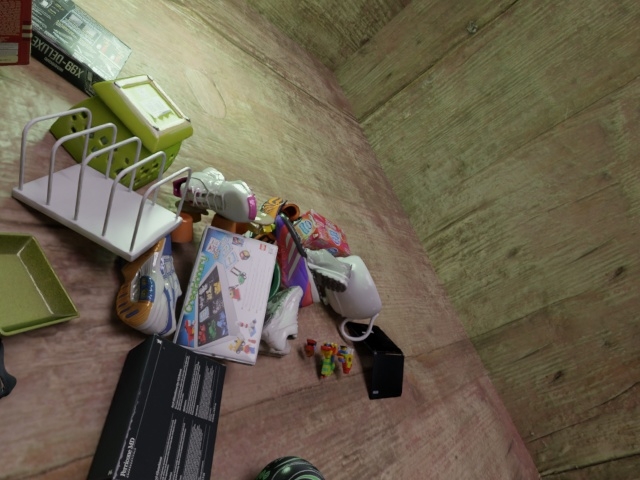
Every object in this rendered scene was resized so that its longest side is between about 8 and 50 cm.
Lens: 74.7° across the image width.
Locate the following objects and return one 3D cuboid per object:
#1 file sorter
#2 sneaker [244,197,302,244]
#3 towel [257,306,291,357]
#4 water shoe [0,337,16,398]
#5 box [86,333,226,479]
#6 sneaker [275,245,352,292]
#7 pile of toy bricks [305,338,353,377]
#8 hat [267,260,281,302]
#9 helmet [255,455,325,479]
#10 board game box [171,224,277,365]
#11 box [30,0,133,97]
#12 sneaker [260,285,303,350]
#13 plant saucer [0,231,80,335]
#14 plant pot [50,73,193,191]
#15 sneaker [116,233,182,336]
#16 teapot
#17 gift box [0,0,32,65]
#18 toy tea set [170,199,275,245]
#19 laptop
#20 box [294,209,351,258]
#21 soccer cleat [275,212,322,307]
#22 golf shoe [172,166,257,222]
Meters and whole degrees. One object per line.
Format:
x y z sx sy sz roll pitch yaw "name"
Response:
-0.443 -0.127 0.884 0.277 0.173 0.193 29 30 0 "file sorter"
-0.132 -0.081 1.440 0.124 0.180 0.321 46 29 -21 "sneaker"
-0.197 0.219 1.153 0.282 0.049 0.187 24 41 -47 "towel"
-0.546 0.160 0.645 0.203 0.072 0.080 60 -1 10 "water shoe"
-0.296 0.341 0.798 0.184 0.103 0.261 41 31 -34 "box"
-0.023 0.075 1.437 0.281 0.105 0.115 27 53 5 "sneaker"
0.024 0.377 1.311 0.212 0.118 0.105 41 55 -60 "pile of toy bricks"
-0.202 0.126 1.177 0.208 0.183 0.173 -18 72 -22 "hat"
-0.062 0.550 0.891 0.161 0.169 0.170 -24 81 -46 "helmet"
-0.225 0.131 1.018 0.192 0.053 0.306 18 63 -18 "board game box"
-0.698 -0.560 1.147 0.307 0.076 0.243 36 33 -35 "box"
-0.101 0.221 1.183 0.115 0.090 0.232 57 35 -16 "sneaker"
-0.528 0.075 0.713 0.188 0.045 0.188 58 2 3 "plant saucer"
-0.477 -0.280 1.064 0.227 0.207 0.228 49 27 -12 "plant pot"
-0.382 0.086 0.963 0.131 0.111 0.297 59 16 -47 "sneaker"
0.099 0.193 1.532 0.256 0.187 0.253 -119 -174 -52 "teapot"
-0.748 -0.502 0.815 0.255 0.276 0.258 -24 85 -46 "gift box"
-0.304 -0.032 1.190 0.335 0.124 0.200 -4 28 -40 "toy tea set"
0.205 0.451 1.601 0.234 0.137 0.264 21 18 -50 "laptop"
0.000 0.000 1.600 0.257 0.122 0.128 30 38 -55 "box"
-0.094 0.071 1.300 0.109 0.116 0.318 -121 -169 -68 "soccer cleat"
-0.280 -0.109 1.096 0.140 0.115 0.306 -15 27 -37 "golf shoe"
